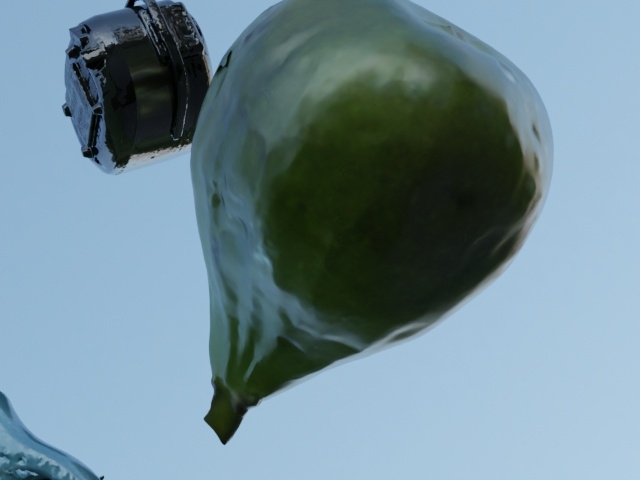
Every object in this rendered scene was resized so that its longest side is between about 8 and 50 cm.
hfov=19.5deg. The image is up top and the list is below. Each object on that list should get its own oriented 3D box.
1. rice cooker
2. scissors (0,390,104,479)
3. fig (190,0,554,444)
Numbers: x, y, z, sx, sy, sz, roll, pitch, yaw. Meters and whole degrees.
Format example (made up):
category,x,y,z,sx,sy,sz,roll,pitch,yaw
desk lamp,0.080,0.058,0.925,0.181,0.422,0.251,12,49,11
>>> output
category,x,y,z,sx,sy,sz,roll,pitch,yaw
rice cooker,-0.145,-0.121,1.464,0.106,0.112,0.165,-20,-23,-16
scissors,-0.202,0.089,1.054,0.180,0.393,0.032,-20,-20,22
fig,-0.005,-0.029,1.195,0.314,0.233,0.233,-32,-35,16
